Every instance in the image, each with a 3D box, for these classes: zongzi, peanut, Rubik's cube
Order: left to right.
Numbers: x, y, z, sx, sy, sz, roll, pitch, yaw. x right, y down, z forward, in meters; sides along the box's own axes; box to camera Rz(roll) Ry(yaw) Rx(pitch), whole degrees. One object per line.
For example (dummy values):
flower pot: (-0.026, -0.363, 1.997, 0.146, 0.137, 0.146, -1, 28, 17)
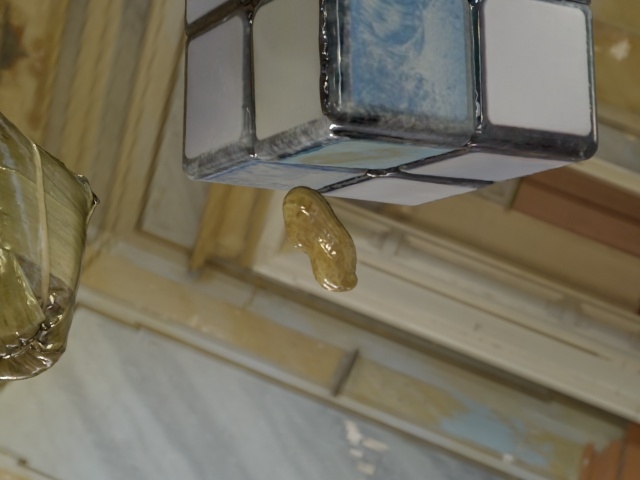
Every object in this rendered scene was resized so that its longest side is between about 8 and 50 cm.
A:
zongzi: (-0.206, -0.019, 0.768, 0.176, 0.078, 0.160, 52, -162, -38)
peanut: (0.000, 0.000, 1.249, 0.054, 0.113, 0.054, -29, 8, 5)
Rubik's cube: (0.059, -0.215, 1.318, 0.313, 0.318, 0.316, -14, 73, 58)
